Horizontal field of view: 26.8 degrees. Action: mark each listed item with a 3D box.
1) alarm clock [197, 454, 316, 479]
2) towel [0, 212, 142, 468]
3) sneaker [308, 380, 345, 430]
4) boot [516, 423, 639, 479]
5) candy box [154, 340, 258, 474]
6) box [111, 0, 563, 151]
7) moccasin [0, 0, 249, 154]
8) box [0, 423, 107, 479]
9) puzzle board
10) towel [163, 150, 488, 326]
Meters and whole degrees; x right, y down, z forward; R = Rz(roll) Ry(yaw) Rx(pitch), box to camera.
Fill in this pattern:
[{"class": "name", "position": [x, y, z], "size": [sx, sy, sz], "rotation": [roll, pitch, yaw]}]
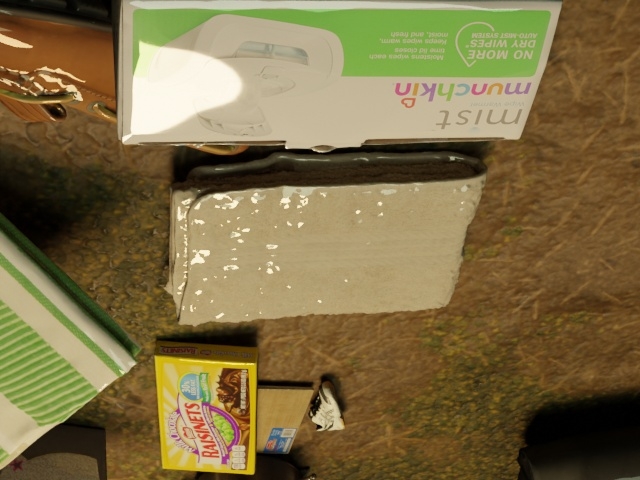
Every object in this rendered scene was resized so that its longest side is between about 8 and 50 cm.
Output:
[{"class": "alarm clock", "position": [-0.101, 0.300, 1.548], "size": [0.192, 0.064, 0.129], "rotation": [-6, 140, -7]}, {"class": "towel", "position": [-0.344, 0.104, 1.191], "size": [0.325, 0.038, 0.248], "rotation": [-37, 106, 28]}, {"class": "sneaker", "position": [0.004, 0.184, 1.458], "size": [0.037, 0.032, 0.083], "rotation": [-12, 139, 2]}, {"class": "boot", "position": [0.443, 0.214, 1.512], "size": [0.445, 0.146, 0.367], "rotation": [-8, 138, 5]}, {"class": "candy box", "position": [-0.119, 0.180, 1.419], "size": [0.105, 0.027, 0.206], "rotation": [5, 137, 2]}, {"class": "box", "position": [-0.006, -0.181, 0.875], "size": [0.262, 0.231, 0.126], "rotation": [0, 139, -9]}, {"class": "moccasin", "position": [-0.204, -0.142, 0.970], "size": [0.380, 0.139, 0.147], "rotation": [9, 129, -34]}, {"class": "box", "position": [-0.357, 0.284, 1.401], "size": [0.247, 0.163, 0.142], "rotation": [11, 134, -23]}, {"class": "puzzle board", "position": [-0.068, 0.196, 1.475], "size": [0.096, 0.011, 0.128], "rotation": [3, 139, -16]}, {"class": "towel", "position": [0.000, 0.000, 1.226], "size": [0.282, 0.049, 0.187], "rotation": [-2, 138, -11]}]
